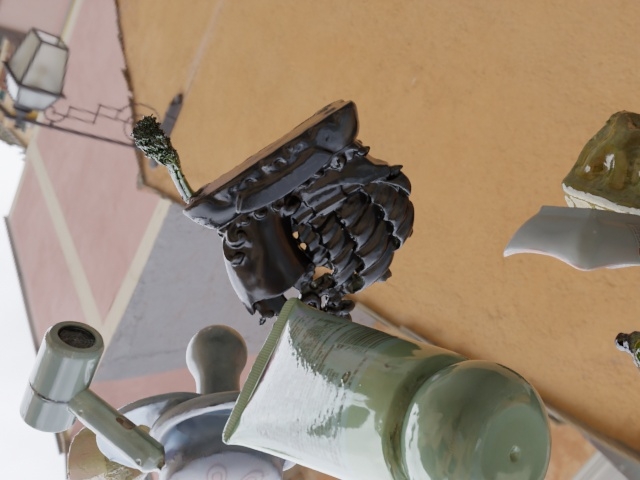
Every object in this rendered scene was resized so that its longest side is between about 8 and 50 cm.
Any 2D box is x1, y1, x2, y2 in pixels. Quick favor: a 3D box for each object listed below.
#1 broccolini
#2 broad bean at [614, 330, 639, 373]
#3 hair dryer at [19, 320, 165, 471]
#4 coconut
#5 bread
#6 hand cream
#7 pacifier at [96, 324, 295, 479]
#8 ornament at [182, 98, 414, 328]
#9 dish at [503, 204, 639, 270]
[{"bbox_3d":[-0.212,-0.096,0.952,0.054,0.239,0.051,-5,-124,15],"label":"broccolini"},{"bbox_3d":[0.244,0.119,0.349,0.048,0.070,0.213,33,-166,-40],"label":"broad bean"},{"bbox_3d":[-0.172,0.133,0.493,0.137,0.082,0.047,33,-160,15],"label":"hair dryer"},{"bbox_3d":[-0.333,0.339,0.975,0.116,0.122,0.116,52,-153,-41],"label":"coconut"},{"bbox_3d":[0.524,-0.074,0.977,0.238,0.196,0.252,59,175,-36],"label":"bread"},{"bbox_3d":[0.020,0.116,0.461,0.093,0.147,0.306,34,162,-29],"label":"hand cream"},{"bbox_3d":[-0.128,0.200,0.788,0.287,0.238,0.225,4,-135,-20],"label":"pacifier"},{"bbox_3d":[0.000,0.000,0.729,0.260,0.251,0.106,55,-177,-21],"label":"ornament"},{"bbox_3d":[0.363,0.000,0.803,0.213,0.077,0.151,6,-178,-24],"label":"dish"}]
